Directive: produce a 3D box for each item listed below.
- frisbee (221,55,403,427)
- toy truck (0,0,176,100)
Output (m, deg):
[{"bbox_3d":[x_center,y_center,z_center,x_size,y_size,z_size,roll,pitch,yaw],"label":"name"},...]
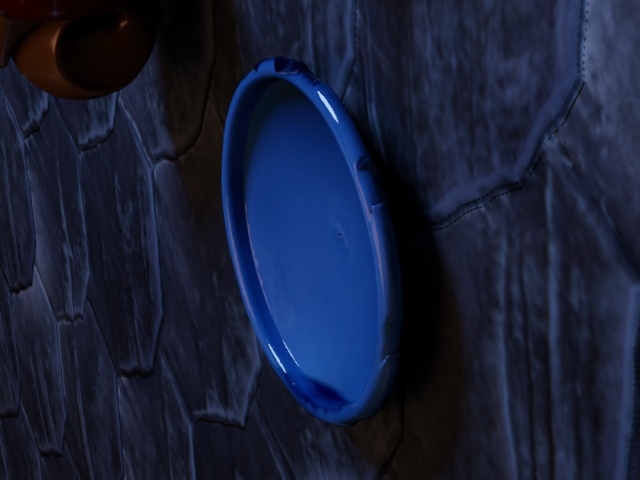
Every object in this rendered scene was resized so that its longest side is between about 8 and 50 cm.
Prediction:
[{"bbox_3d":[0.000,0.000,0.942,0.242,0.045,0.242,168,90,-67],"label":"frisbee"},{"bbox_3d":[-0.202,-0.247,1.107,0.239,0.189,0.265,106,144,-62],"label":"toy truck"}]
